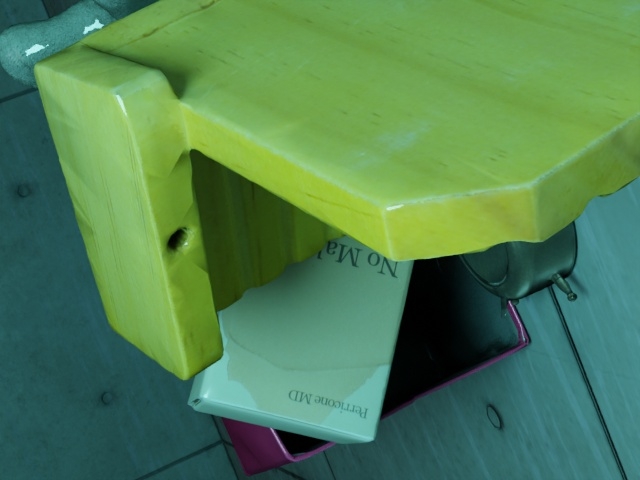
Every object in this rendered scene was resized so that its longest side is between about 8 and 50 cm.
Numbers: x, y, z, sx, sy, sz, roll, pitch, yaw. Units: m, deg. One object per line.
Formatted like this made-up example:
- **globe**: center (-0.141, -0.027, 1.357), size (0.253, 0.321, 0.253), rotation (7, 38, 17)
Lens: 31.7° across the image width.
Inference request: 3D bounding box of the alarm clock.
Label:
- **alarm clock**: center (0.140, -0.034, 0.918), size (0.129, 0.064, 0.192), rotation (161, 90, -73)

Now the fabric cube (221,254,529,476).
- **fabric cube**: center (0.002, 0.062, 1.114), size (0.254, 0.259, 0.258), rotation (64, 163, 7)

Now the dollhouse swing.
- **dollhouse swing**: center (0.078, -0.040, 0.640), size (0.305, 0.347, 0.315), rotation (40, 150, 35)

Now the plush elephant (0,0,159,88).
- **plush elephant**: center (-0.191, -0.347, 1.077), size (0.272, 0.330, 0.255), rotation (108, 140, -70)

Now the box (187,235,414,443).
- **box**: center (0.000, 0.000, 0.922), size (0.121, 0.148, 0.311), rotation (132, 150, -75)
